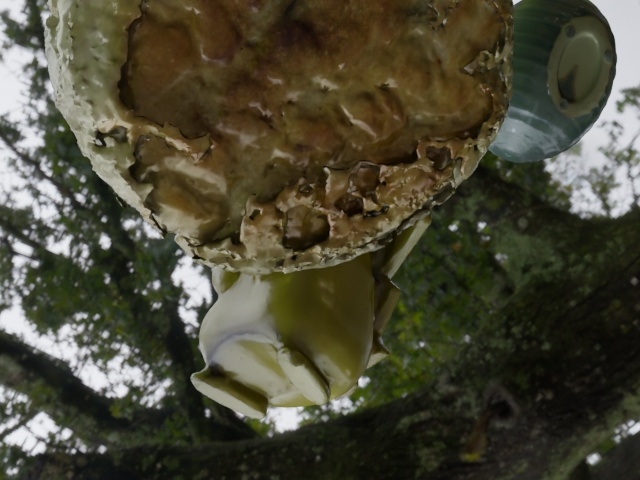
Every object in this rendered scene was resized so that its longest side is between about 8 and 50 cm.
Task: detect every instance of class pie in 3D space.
[{"bbox_3d":[-0.014,-0.111,0.468,0.274,0.274,0.055,22,-175,-21],"label":"pie"}]

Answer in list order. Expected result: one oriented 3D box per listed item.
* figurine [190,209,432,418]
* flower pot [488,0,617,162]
[{"bbox_3d":[-0.001,0.006,0.809,0.169,0.218,0.327,30,-125,-38],"label":"figurine"},{"bbox_3d":[0.304,-0.224,1.150,0.189,0.243,0.157,27,170,-21],"label":"flower pot"}]
